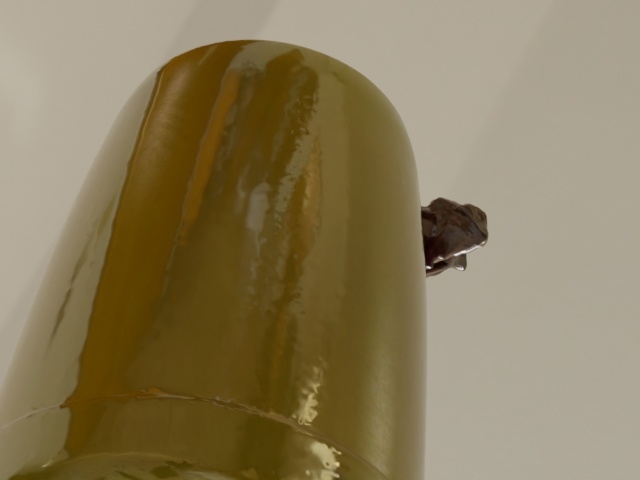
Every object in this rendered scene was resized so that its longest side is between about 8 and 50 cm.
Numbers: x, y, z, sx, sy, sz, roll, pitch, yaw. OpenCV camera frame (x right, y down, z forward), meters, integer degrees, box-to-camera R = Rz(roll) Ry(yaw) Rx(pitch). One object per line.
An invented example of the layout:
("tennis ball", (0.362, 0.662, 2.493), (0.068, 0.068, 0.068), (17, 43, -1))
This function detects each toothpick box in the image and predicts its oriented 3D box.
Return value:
("toothpick box", (-0.039, 0.044, 0.642), (0.175, 0.175, 0.271), (-14, -137, 23))

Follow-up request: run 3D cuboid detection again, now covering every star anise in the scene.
("star anise", (0.000, 0.000, 0.836), (0.097, 0.191, 0.070), (-20, -107, 61))
